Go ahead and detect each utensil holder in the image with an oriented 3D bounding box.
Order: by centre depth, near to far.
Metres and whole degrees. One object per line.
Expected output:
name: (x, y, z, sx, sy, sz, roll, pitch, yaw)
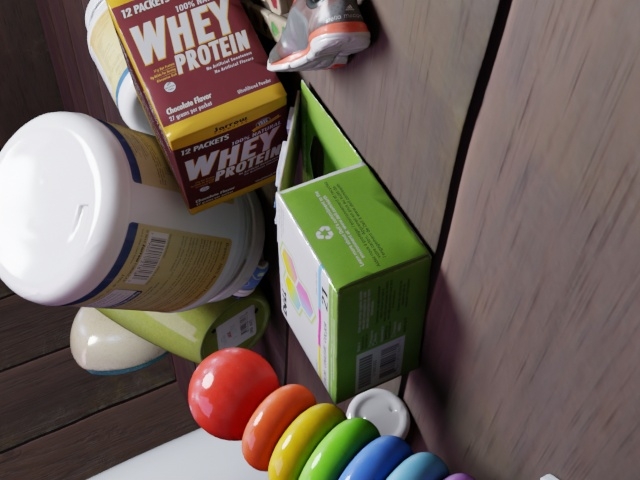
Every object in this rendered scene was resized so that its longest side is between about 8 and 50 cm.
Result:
utensil holder: (-0.176, 0.465, 1.577, 0.327, 0.385, 0.328, 160, 90, -75)

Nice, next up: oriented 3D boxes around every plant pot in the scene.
plant pot: (-0.221, 0.058, 1.525, 0.293, 0.274, 0.275, 39, 149, 32)

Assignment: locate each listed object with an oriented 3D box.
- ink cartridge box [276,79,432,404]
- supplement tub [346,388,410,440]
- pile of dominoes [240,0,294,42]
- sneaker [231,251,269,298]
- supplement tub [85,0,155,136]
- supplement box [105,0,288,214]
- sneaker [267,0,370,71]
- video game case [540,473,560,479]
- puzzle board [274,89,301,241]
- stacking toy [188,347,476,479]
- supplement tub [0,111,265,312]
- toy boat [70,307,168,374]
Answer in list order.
ink cartridge box: (0.000, 0.000, 0.950, 0.255, 0.097, 0.189, 57, 160, 35)
supplement tub: (0.058, 0.213, 1.071, 0.071, 0.071, 0.107, 62, 163, 23)
pile of dominoes: (-0.074, -0.283, 0.946, 0.251, 0.040, 0.196, 42, 149, 57)
sneaker: (-0.126, -0.026, 1.404, 0.081, 0.080, 0.211, -37, 71, 47)
supplement tub: (-0.228, -0.248, 1.303, 0.144, 0.144, 0.200, 90, 154, -52)
supplement box: (-0.130, -0.166, 1.070, 0.194, 0.129, 0.191, 92, 154, -69)
sneaker: (-0.003, -0.183, 0.826, 0.158, 0.061, 0.065, -5, 92, 65)
video game case: (0.207, 0.232, 0.711, 0.122, 0.011, 0.087, 22, 131, 69)
puzzle board: (-0.034, -0.077, 0.998, 0.096, 0.011, 0.128, 93, -175, -55)
stacking toy: (0.007, 0.208, 0.882, 0.330, 0.141, 0.141, 30, 146, 24)
supplement tub: (-0.237, -0.024, 1.234, 0.316, 0.228, 0.228, 12, -134, -57)
toy boat: (-0.276, 0.179, 1.689, 0.318, 0.267, 0.148, 21, 128, 27)
